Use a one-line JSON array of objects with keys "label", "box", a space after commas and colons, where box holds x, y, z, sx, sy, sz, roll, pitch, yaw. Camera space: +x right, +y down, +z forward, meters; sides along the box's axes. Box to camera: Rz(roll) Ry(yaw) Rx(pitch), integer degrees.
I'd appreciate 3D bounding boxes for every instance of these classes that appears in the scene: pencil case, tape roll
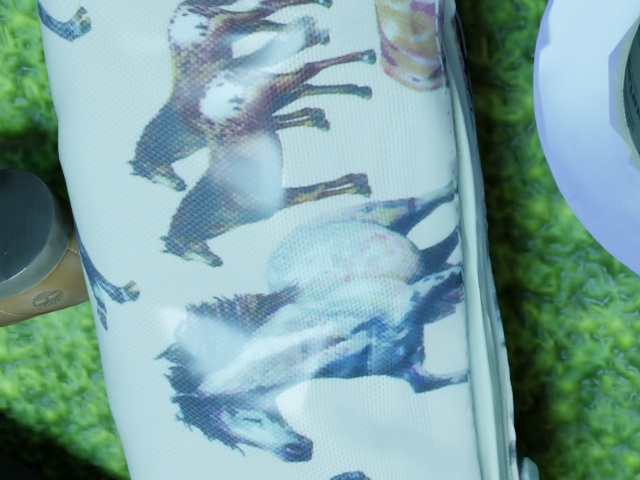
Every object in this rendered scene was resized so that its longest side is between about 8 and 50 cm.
[{"label": "pencil case", "box": [0.000, 0.000, 0.744, 0.183, 0.160, 0.410, 1, 119, 15]}, {"label": "tape roll", "box": [0.176, -0.069, 0.708, 0.189, 0.080, 0.189, 6, 120, 10]}]

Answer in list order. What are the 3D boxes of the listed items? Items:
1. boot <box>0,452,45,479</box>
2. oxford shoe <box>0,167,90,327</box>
[{"label": "boot", "box": [-0.134, 0.302, 0.953, 0.445, 0.146, 0.367, 27, 112, -6]}, {"label": "oxford shoe", "box": [-0.190, 0.019, 0.862, 0.212, 0.076, 0.076, -3, 157, 26]}]
